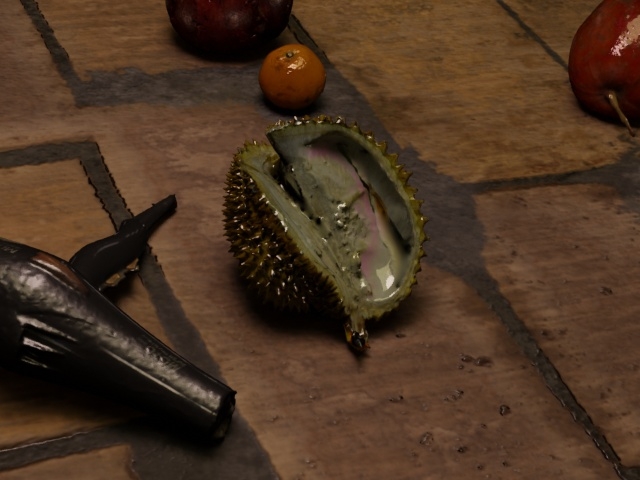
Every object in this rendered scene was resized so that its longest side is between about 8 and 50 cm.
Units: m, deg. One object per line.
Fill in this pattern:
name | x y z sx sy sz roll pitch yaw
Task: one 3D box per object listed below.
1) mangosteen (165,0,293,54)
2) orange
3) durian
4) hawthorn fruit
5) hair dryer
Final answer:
mangosteen | -0.119 -0.332 1.725 0.166 0.180 0.166 -1 33 1
orange | -0.035 -0.200 1.646 0.083 0.083 0.083 5 36 -4
durian | 0.000 0.000 1.349 0.193 0.138 0.237 -9 81 -19
hawthorn fruit | 0.383 -0.216 1.708 0.162 0.163 0.203 24 57 21
hair dryer | -0.178 0.037 1.305 0.303 0.120 0.359 23 29 7
